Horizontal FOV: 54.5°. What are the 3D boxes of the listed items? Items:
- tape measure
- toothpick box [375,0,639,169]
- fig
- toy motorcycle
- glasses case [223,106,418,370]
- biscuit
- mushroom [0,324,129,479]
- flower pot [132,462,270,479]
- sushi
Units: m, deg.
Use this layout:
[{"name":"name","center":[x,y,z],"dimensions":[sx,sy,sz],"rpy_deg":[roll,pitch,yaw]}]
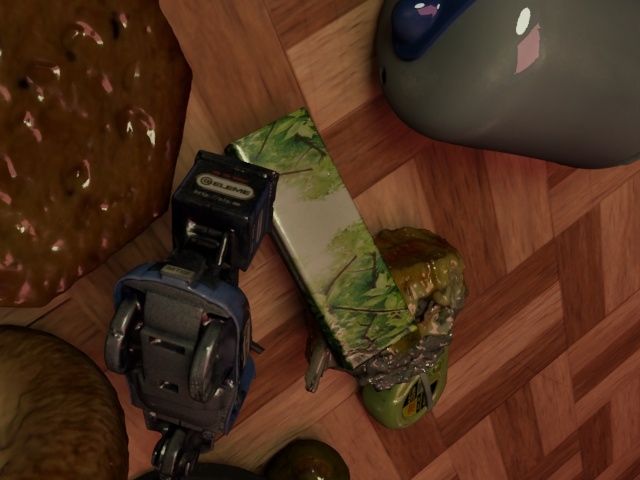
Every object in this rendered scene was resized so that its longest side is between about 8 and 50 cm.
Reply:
[{"name":"tape measure","center":[0.134,0.220,0.977],"dimensions":[0.154,0.087,0.178],"rpy_deg":[-33,133,-29]},{"name":"toothpick box","center":[0.223,-0.217,0.669],"dimensions":[0.354,0.263,0.263],"rpy_deg":[2,116,-33]},{"name":"fig","center":[-0.026,0.370,0.964],"dimensions":[0.126,0.185,0.133],"rpy_deg":[22,81,-3]},{"name":"toy motorcycle","center":[-0.120,0.104,0.643],"dimensions":[0.125,0.213,0.359],"rpy_deg":[18,135,5]},{"name":"glasses case","center":[0.000,0.000,0.680],"dimensions":[0.095,0.062,0.272],"rpy_deg":[-29,97,-17]},{"name":"biscuit","center":[-0.252,-0.118,0.468],"dimensions":[0.359,0.046,0.359],"rpy_deg":[-10,105,-44]},{"name":"mushroom","center":[-0.320,0.165,0.500],"dimensions":[0.331,0.334,0.356],"rpy_deg":[2,121,-42]},{"name":"flower pot","center":[-0.156,0.511,0.829],"dimensions":[0.379,0.379,0.251],"rpy_deg":[-26,147,-19]},{"name":"sushi","center":[0.075,0.090,0.825],"dimensions":[0.274,0.139,0.184],"rpy_deg":[-15,121,-23]}]
